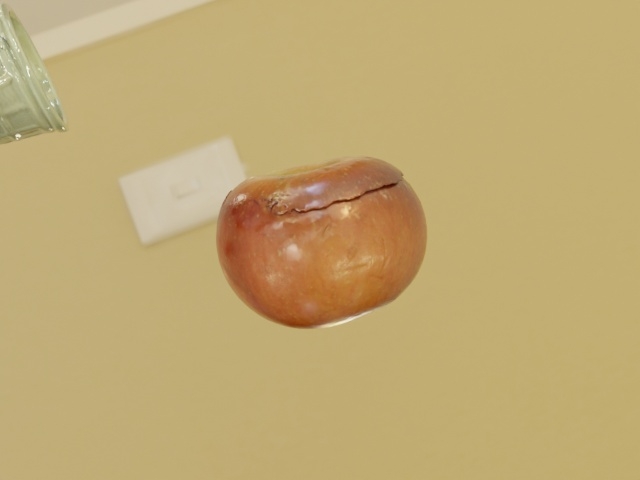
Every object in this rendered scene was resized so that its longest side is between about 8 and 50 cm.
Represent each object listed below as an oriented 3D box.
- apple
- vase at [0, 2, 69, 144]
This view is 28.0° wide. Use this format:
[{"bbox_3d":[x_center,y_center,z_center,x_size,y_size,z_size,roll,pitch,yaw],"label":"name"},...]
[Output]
[{"bbox_3d":[0.000,0.000,1.674,0.252,0.272,0.206,3,-74,46],"label":"apple"},{"bbox_3d":[-0.418,-0.113,1.281,0.143,0.299,0.143,155,-90,-87],"label":"vase"}]
